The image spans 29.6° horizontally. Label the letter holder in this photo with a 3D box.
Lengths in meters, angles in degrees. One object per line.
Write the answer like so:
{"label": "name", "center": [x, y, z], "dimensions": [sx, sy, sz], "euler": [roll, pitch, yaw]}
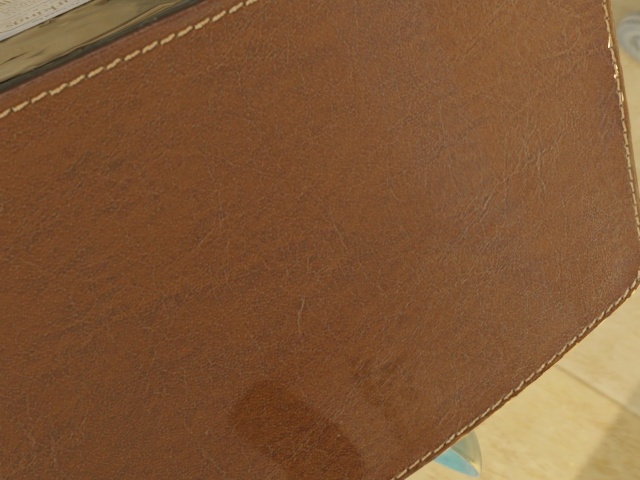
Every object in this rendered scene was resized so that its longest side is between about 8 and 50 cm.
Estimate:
{"label": "letter holder", "center": [-0.033, -0.011, 0.488], "dimensions": [0.302, 0.152, 0.214], "euler": [-30, 118, -23]}

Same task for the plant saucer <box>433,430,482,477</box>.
{"label": "plant saucer", "center": [0.017, 0.121, 1.119], "dimensions": [0.318, 0.317, 0.043], "euler": [33, 78, -14]}
